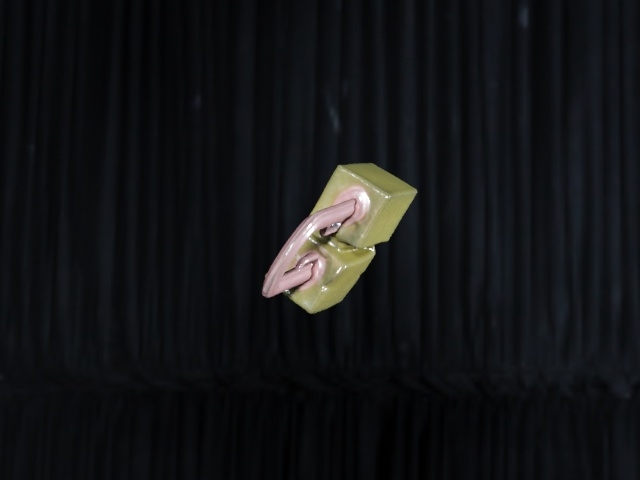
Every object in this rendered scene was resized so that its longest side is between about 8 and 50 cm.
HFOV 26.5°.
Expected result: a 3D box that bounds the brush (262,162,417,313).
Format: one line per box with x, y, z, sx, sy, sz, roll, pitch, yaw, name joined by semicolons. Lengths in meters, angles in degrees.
0.000;0.000;0.903;0.047;0.103;0.233;35;-169;9;brush
